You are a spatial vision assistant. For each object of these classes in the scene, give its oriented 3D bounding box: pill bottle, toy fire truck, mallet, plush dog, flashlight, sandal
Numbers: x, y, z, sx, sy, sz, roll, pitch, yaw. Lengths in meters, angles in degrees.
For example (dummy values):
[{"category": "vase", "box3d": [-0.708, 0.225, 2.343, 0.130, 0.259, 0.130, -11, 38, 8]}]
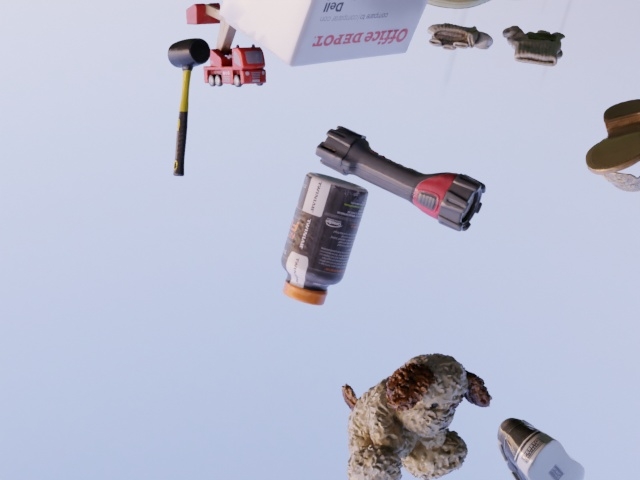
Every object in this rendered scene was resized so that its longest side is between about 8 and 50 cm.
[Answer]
[{"category": "pill bottle", "box3d": [0.000, 0.000, 2.066, 0.130, 0.246, 0.130, 16, -173, -2]}, {"category": "toy fire truck", "box3d": [-0.152, -0.317, 1.707, 0.047, 0.135, 0.192, -9, -168, -32]}, {"category": "mallet", "box3d": [-0.193, -0.185, 1.459, 0.039, 0.190, 0.062, 5, -173, -39]}, {"category": "plush dog", "box3d": [0.151, 0.269, 1.733, 0.262, 0.225, 0.211, 5, -134, -48]}, {"category": "flashlight", "box3d": [0.147, -0.121, 1.931, 0.304, 0.103, 0.103, 28, 166, 23]}, {"category": "sandal", "box3d": [0.387, -0.101, 1.313, 0.088, 0.079, 0.240, -12, -159, 24]}]

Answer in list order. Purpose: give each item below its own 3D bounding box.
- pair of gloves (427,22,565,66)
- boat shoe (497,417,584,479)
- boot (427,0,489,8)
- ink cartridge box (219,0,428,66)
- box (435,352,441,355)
[{"category": "pair of gloves", "box3d": [0.309, -0.358, 1.871, 0.240, 0.042, 0.204, 12, -159, 14]}, {"category": "boat shoe", "box3d": [0.280, 0.284, 1.351, 0.078, 0.219, 0.070, -44, -129, -9]}, {"category": "boot", "box3d": [0.223, -0.382, 1.353, 0.213, 0.165, 0.077, -6, -122, -8]}, {"category": "ink cartridge box", "box3d": [0.040, -0.324, 1.055, 0.117, 0.278, 0.201, 41, -145, 27]}, {"category": "box", "box3d": [0.218, 0.283, 1.984, 0.081, 0.136, 0.028, 22, 177, -22]}]
